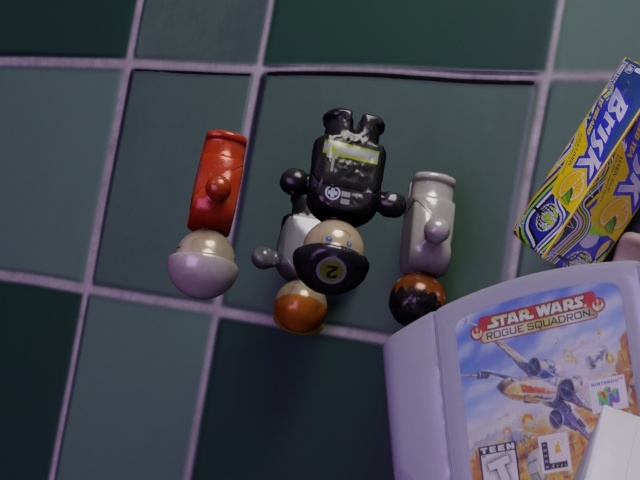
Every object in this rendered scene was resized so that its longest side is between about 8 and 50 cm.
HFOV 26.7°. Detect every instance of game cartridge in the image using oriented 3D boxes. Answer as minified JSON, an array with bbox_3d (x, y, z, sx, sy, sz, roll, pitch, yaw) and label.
[{"bbox_3d":[0.183,0.123,1.039,0.297,0.062,0.198,-16,72,30],"label":"game cartridge"}]

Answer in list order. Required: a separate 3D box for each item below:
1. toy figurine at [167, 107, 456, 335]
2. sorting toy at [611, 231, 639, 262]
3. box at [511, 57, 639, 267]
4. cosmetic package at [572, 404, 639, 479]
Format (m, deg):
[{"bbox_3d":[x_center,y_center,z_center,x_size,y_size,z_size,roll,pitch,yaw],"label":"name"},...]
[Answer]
[{"bbox_3d":[0.000,0.000,1.142,0.213,0.209,0.148,-5,66,34],"label":"toy figurine"},{"bbox_3d":[0.279,0.113,1.027,0.193,0.038,0.208,19,92,36],"label":"sorting toy"},{"bbox_3d":[0.229,-0.056,1.076,0.169,0.059,0.054,-58,32,10],"label":"box"},{"bbox_3d":[0.247,0.252,0.844,0.224,0.224,0.138,17,129,11],"label":"cosmetic package"}]
